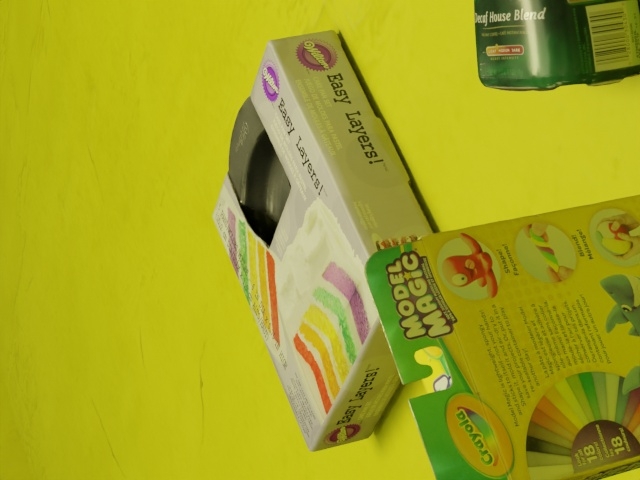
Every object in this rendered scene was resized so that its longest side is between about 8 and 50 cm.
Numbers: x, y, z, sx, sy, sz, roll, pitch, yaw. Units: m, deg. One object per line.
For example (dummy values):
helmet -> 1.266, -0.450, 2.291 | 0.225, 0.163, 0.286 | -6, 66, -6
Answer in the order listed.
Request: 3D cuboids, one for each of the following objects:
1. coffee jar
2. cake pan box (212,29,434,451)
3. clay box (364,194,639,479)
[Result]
coffee jar -> 0.125, -0.177, 0.773 | 0.096, 0.079, 0.184 | -167, 69, -64
cake pan box -> 0.000, 0.000, 1.148 | 0.267, 0.070, 0.246 | 67, 151, 27
clay box -> 0.128, 0.050, 0.685 | 0.053, 0.222, 0.127 | 127, 128, -60
